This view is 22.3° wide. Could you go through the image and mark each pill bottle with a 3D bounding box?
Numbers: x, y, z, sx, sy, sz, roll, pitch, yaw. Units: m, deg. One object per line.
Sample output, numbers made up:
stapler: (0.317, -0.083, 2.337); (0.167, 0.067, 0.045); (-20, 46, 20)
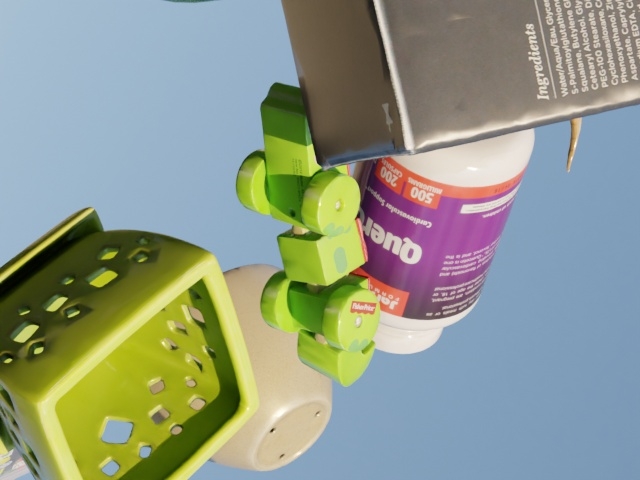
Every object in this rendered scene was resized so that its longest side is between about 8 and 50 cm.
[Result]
pill bottle: (0.115, -0.026, 1.817); (0.181, 0.181, 0.323); (-98, -164, -47)

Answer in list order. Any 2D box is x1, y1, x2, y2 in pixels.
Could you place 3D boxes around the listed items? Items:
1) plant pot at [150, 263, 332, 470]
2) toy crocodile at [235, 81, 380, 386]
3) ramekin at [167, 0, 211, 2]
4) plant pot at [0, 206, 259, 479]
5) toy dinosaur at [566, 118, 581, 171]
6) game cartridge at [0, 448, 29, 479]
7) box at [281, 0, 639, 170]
plant pot: (-0.093, 0.199, 2.197); (0.284, 0.284, 0.191); (-50, -121, 10)
toy crocodile: (0.000, 0.000, 1.639); (0.115, 0.340, 0.105); (13, -147, 40)
ramekin: (-0.137, -0.398, 1.743); (0.303, 0.303, 0.148); (-48, -170, 14)
plant pot: (-0.220, 0.115, 1.555); (0.207, 0.227, 0.228); (28, -124, 36)
toy dinosaur: (0.302, -0.204, 2.033); (0.112, 0.211, 0.064); (-30, -156, 20)
game cartridge: (-0.464, 0.297, 2.265); (0.060, 0.196, 0.294); (64, -24, 16)
box: (0.193, -0.207, 1.405); (0.293, 0.395, 0.212); (-178, -105, -75)
